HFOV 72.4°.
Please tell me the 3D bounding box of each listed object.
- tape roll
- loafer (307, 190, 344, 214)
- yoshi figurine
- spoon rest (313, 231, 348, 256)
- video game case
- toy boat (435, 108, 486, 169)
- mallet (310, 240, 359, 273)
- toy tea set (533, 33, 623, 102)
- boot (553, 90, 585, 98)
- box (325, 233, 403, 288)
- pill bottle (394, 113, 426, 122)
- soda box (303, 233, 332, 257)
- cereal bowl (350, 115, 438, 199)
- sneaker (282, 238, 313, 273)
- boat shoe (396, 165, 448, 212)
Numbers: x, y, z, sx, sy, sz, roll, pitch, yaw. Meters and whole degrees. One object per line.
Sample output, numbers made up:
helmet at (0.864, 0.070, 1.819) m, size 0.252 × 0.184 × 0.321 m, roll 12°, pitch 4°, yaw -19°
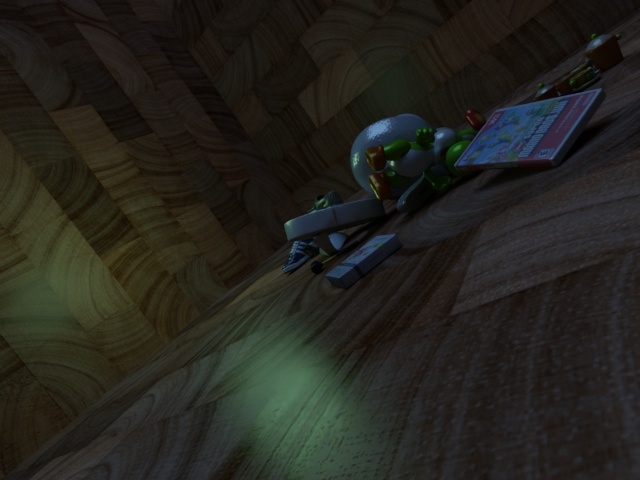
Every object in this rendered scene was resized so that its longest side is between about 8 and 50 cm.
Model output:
tape roll at (0.055, -0.075, 1.660) m, size 0.391 × 0.072 × 0.392 m, roll -15°, pitch -2°, yaw 0°
loafer at (0.019, -0.143, 1.779) m, size 0.094 × 0.088 × 0.251 m, roll -13°, pitch -3°, yaw -31°
yoshi figurine at (0.332, -0.239, 1.318) m, size 0.361 × 0.203 × 0.203 m, roll -18°, pitch -8°, yaw -5°
spoon rest at (0.042, 0.018, 1.713) m, size 0.137 × 0.084 × 0.276 m, roll -33°, pitch -7°, yaw 10°
video game case at (0.466, -0.245, 1.008) m, size 0.204 × 0.025 × 0.285 m, roll -51°, pitch 23°, yaw -11°
toy boat at (0.511, -0.364, 1.673) m, size 0.318 × 0.148 × 0.267 m, roll -36°, pitch -16°, yaw 4°
mallet at (0.048, 0.054, 1.523) m, size 0.189 × 0.039 × 0.062 m, roll -32°, pitch 9°, yaw -5°
toy tea set at (0.864, -0.582, 1.488) m, size 0.336 × 0.124 × 0.200 m, roll -38°, pitch 6°, yaw -21°
boot at (0.572, -0.321, 1.234) m, size 0.264 × 0.096 × 0.280 m, roll -37°, pitch 3°, yaw 12°
box at (0.110, 0.053, 1.143) m, size 0.186 × 0.038 × 0.145 m, roll -35°, pitch 6°, yaw -11°
pill bottle at (0.356, -0.372, 1.939) m, size 0.229 × 0.229 × 0.408 m, roll -30°, pitch 25°, yaw 40°
soda box at (0.000, 0.000, 1.982) m, size 0.169 × 0.060 × 0.053 m, roll -48°, pitch 13°, yaw -28°
cereal bowl at (0.276, -0.261, 1.548) m, size 0.338 × 0.338 × 0.141 m, roll -31°, pitch 40°, yaw 34°
sneaker at (-0.103, 0.024, 2.012) m, size 0.282 × 0.153 × 0.099 m, roll -39°, pitch 6°, yaw -32°
boat shoe at (0.333, -0.170, 1.448) m, size 0.227 × 0.079 × 0.081 m, roll -42°, pitch 12°, yaw -24°
